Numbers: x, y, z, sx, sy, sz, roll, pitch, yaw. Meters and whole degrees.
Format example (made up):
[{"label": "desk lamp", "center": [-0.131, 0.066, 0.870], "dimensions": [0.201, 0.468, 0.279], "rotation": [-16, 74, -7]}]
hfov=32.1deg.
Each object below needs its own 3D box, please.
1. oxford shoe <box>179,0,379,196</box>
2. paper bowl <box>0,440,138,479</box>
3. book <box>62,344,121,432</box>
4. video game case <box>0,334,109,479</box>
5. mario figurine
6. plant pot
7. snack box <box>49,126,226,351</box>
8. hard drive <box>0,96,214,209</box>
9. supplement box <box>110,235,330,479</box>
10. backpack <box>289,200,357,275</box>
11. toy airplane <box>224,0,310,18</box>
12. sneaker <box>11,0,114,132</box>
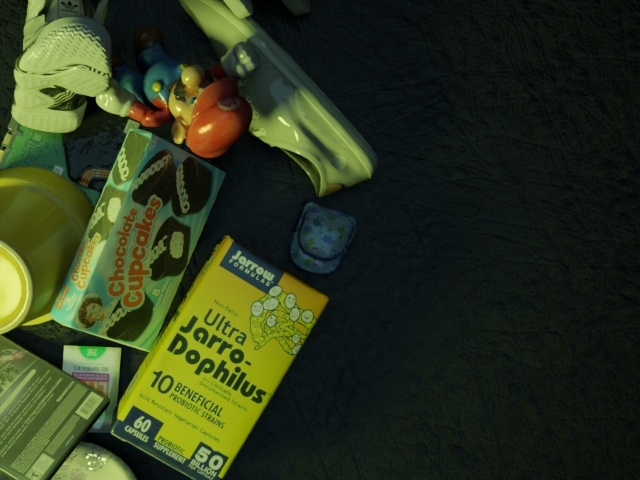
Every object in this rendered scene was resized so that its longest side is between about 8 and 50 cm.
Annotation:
[{"label": "oxford shoe", "center": [-0.090, -0.247, 1.863], "dimensions": [0.130, 0.169, 0.449], "rotation": [-43, 95, -3]}, {"label": "paper bowl", "center": [-0.423, 0.468, 1.768], "dimensions": [0.284, 0.284, 0.148], "rotation": [5, 128, -3]}, {"label": "book", "center": [-0.390, 0.251, 1.883], "dimensions": [0.096, 0.035, 0.144], "rotation": [3, 86, -8]}, {"label": "video game case", "center": [-0.512, 0.265, 1.803], "dimensions": [0.274, 0.026, 0.196], "rotation": [28, 53, 10]}, {"label": "mario figurine", "center": [-0.228, -0.259, 1.758], "dimensions": [0.320, 0.170, 0.198], "rotation": [33, 98, 38]}, {"label": "plant pot", "center": [-0.494, 0.032, 1.746], "dimensions": [0.254, 0.239, 0.254], "rotation": [2, 107, 5]}, {"label": "snack box", "center": [-0.285, 0.003, 1.765], "dimensions": [0.060, 0.187, 0.322], "rotation": [20, 85, 38]}, {"label": "hard drive", "center": [-0.367, -0.126, 1.886], "dimensions": [0.339, 0.064, 0.237], "rotation": [21, 86, -3]}, {"label": "supplement box", "center": [-0.166, 0.191, 1.807], "dimensions": [0.194, 0.195, 0.356], "rotation": [31, 85, -8]}, {"label": "backpack", "center": [0.000, 0.000, 1.892], "dimensions": [0.105, 0.084, 0.114], "rotation": [21, 89, 0]}, {"label": "toy airplane", "center": [-0.138, -0.544, 1.761], "dimensions": [0.272, 0.386, 0.384], "rotation": [-35, 90, 6]}, {"label": "sneaker", "center": [-0.391, -0.313, 1.696], "dimensions": [0.137, 0.366, 0.210], "rotation": [9, 74, -20]}]
